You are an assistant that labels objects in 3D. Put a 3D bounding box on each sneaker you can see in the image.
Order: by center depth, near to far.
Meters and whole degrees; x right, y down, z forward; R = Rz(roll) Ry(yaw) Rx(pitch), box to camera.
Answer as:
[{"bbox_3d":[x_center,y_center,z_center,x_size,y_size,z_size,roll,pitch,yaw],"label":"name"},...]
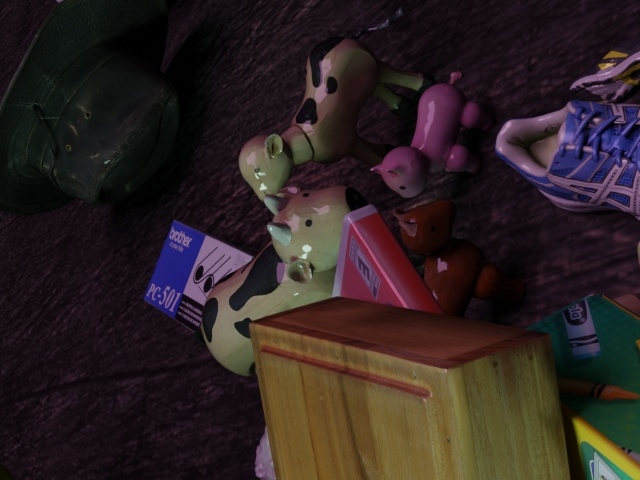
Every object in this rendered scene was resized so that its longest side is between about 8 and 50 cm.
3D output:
[{"bbox_3d":[0.203,-0.053,0.867,0.211,0.081,0.080,0,72,56],"label":"sneaker"},{"bbox_3d":[0.218,-0.125,0.939,0.083,0.031,0.035,-21,42,47],"label":"sneaker"}]

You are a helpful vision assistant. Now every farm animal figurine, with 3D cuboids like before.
[{"bbox_3d":[0.000,0.000,1.070,0.327,0.172,0.330,-54,34,26],"label":"farm animal figurine"}]

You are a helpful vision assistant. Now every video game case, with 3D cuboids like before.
[{"bbox_3d":[0.083,0.141,0.806,0.285,0.025,0.204,58,160,27],"label":"video game case"}]

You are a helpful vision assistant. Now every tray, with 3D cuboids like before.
[{"bbox_3d":[0.065,0.247,0.738,0.203,0.076,0.411,6,107,58],"label":"tray"}]

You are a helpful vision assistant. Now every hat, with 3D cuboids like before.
[{"bbox_3d":[-0.252,-0.140,1.551,0.134,0.331,0.331,36,107,20],"label":"hat"}]

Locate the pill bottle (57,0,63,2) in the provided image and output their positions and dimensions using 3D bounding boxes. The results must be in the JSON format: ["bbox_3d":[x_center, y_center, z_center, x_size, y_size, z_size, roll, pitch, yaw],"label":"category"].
[{"bbox_3d":[-0.230,-0.423,1.670,0.323,0.181,0.181,-27,51,49],"label":"pill bottle"}]

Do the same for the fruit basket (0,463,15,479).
[{"bbox_3d":[-0.344,0.342,1.314,0.392,0.283,0.392,-6,83,52],"label":"fruit basket"}]

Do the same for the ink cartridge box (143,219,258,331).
[{"bbox_3d":[-0.115,0.047,1.353,0.207,0.046,0.097,21,90,60],"label":"ink cartridge box"}]

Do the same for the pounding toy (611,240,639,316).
[{"bbox_3d":[0.241,0.065,0.720,0.206,0.094,0.181,38,150,58],"label":"pounding toy"}]

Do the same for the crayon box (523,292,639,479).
[{"bbox_3d":[0.204,0.160,0.656,0.278,0.081,0.165,40,151,57],"label":"crayon box"}]
